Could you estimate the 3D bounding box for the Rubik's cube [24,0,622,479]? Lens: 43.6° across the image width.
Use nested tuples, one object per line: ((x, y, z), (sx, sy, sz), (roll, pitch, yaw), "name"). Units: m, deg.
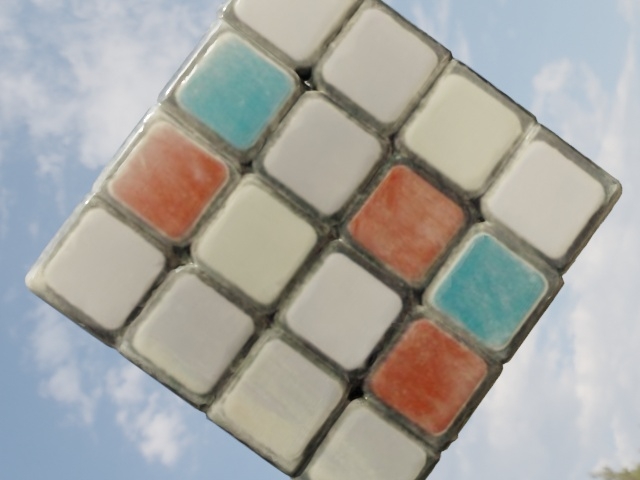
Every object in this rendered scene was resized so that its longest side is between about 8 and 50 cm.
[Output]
((0.000, 0.000, 0.560), (0.253, 0.259, 0.256), (-55, 2, -3), "Rubik's cube")
